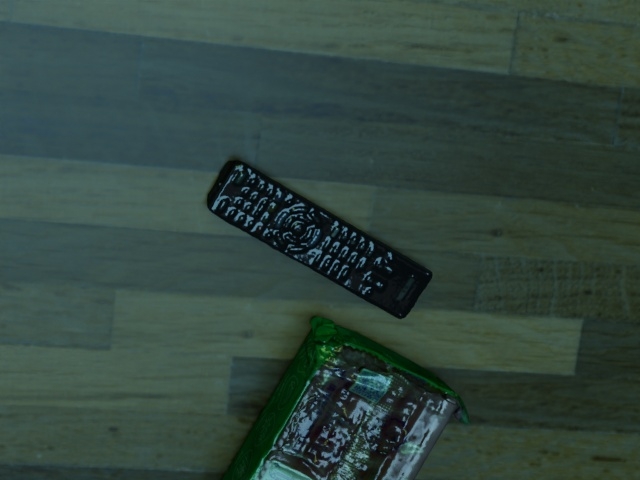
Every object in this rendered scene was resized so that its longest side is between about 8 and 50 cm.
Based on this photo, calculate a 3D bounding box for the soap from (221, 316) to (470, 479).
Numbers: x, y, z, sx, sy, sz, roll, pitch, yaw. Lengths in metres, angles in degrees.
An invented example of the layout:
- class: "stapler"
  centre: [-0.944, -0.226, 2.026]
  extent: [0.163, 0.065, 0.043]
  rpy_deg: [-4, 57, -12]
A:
- class: "soap"
  centre: [-0.001, 0.230, 1.668]
  extent: [0.217, 0.098, 0.273]
  rpy_deg: [28, 95, -19]

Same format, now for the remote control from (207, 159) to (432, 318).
- class: "remote control"
  centre: [0.000, 0.000, 1.651]
  extent: [0.245, 0.025, 0.063]
  rpy_deg: [31, 96, -19]
